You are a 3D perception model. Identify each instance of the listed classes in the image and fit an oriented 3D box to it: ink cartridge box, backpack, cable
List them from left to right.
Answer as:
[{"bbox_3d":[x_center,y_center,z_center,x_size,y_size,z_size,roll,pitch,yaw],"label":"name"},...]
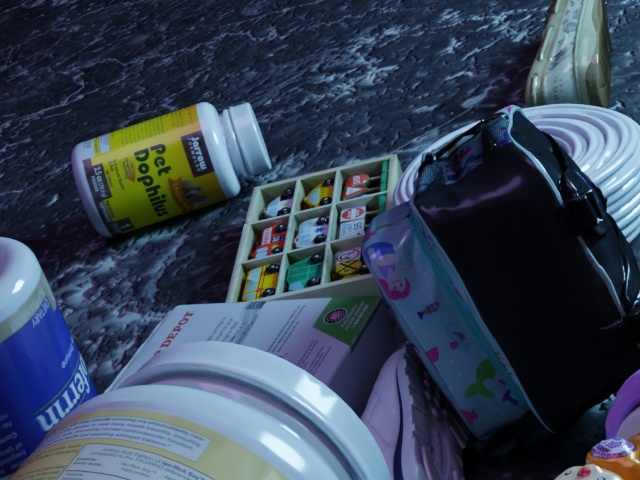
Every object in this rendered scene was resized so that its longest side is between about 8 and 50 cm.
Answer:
[{"bbox_3d":[-0.055,0.123,1.196,0.208,0.087,0.153,-3,30,28],"label":"ink cartridge box"},{"bbox_3d":[0.149,0.018,1.103,0.191,0.225,0.253,-28,13,18],"label":"backpack"},{"bbox_3d":[0.189,-0.043,1.353,0.257,0.089,0.257,2,33,37],"label":"cable"}]

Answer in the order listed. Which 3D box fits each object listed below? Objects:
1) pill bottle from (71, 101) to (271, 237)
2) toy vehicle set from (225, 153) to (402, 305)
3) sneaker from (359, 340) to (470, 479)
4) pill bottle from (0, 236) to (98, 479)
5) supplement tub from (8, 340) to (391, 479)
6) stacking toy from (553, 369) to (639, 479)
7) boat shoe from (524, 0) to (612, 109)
[{"bbox_3d":[-0.171,-0.088,1.655,0.215,0.117,0.117,-19,26,2],"label":"pill bottle"},{"bbox_3d":[0.000,0.000,1.459,0.166,0.035,0.267,-13,26,11],"label":"toy vehicle set"},{"bbox_3d":[0.054,0.154,1.075,0.095,0.090,0.235,-36,13,20],"label":"sneaker"},{"bbox_3d":[-0.241,0.143,1.082,0.153,0.264,0.153,-15,27,8],"label":"pill bottle"},{"bbox_3d":[-0.109,0.236,0.837,0.241,0.241,0.331,-3,30,30],"label":"supplement tub"},{"bbox_3d":[0.230,0.117,0.830,0.302,0.165,0.175,-14,15,-38],"label":"stacking toy"},{"bbox_3d":[0.287,-0.237,1.650,0.089,0.104,0.285,-8,29,17],"label":"boat shoe"}]
